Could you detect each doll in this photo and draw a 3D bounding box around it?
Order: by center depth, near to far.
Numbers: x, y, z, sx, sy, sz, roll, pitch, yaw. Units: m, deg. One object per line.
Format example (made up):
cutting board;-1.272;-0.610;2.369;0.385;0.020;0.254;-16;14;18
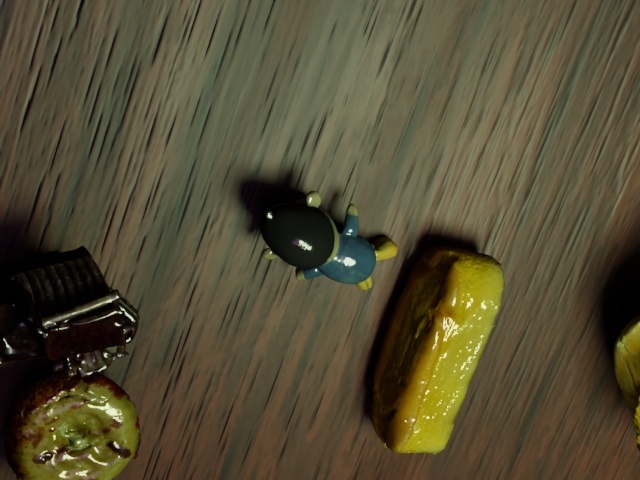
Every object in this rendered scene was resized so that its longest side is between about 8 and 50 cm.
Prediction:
doll;0.000;0.000;1.520;0.179;0.089;0.102;25;107;-48

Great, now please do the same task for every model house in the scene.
model house;-0.284;0.087;1.435;0.203;0.164;0.141;-15;111;-6

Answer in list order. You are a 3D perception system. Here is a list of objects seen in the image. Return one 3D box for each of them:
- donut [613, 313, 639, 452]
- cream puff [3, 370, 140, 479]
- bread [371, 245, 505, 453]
donut;0.483;0.142;1.597;0.330;0.160;0.330;-4;142;-3
cream puff;-0.263;0.197;1.533;0.149;0.084;0.149;-8;117;-15
bread;0.123;0.124;1.593;0.094;0.102;0.245;10;112;-21
